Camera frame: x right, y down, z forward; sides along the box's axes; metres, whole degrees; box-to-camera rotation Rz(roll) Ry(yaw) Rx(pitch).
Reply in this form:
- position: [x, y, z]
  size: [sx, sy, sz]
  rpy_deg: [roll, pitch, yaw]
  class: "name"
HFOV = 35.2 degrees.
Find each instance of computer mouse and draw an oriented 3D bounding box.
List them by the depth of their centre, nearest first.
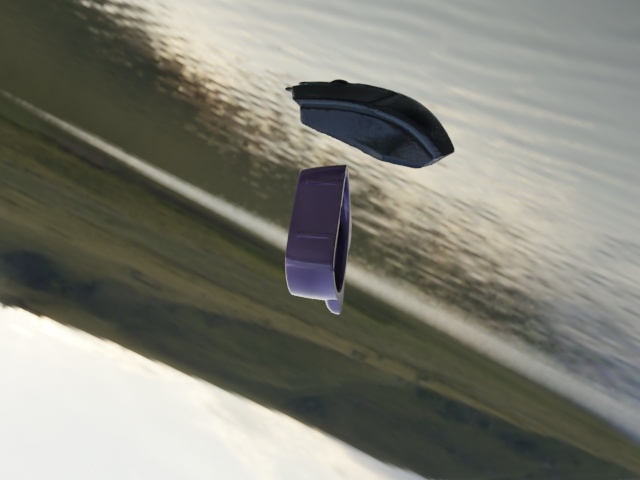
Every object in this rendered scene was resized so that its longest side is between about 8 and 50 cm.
- position: [0.066, -0.164, 1.278]
  size: [0.231, 0.071, 0.126]
  rpy_deg: [26, -154, 11]
  class: "computer mouse"

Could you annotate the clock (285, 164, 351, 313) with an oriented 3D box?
- position: [0.000, 0.000, 1.067]
  size: [0.050, 0.152, 0.110]
  rpy_deg: [2, 141, 8]
  class: "clock"
